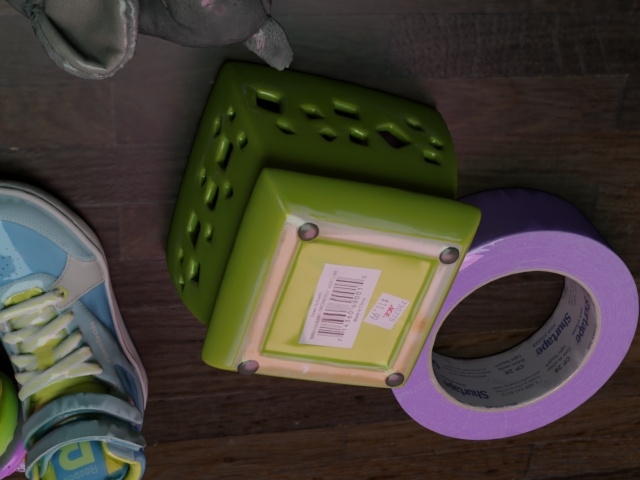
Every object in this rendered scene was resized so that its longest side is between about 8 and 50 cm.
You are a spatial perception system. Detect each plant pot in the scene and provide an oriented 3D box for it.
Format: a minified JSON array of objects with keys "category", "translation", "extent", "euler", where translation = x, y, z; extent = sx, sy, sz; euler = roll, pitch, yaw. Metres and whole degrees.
[{"category":"plant pot","translation":[0.000,0.000,0.880],"extent":[0.227,0.207,0.228],"euler":[10,121,-20]}]

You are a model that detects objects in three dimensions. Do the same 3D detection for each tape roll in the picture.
[{"category":"tape roll","translation":[0.193,0.083,1.053],"extent":[0.274,0.090,0.275],"euler":[-6,123,-9]}]

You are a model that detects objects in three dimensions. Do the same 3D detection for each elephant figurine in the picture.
[{"category":"elephant figurine","translation":[-0.171,-0.207,0.755],"extent":[0.239,0.186,0.169],"euler":[-16,169,10]}]

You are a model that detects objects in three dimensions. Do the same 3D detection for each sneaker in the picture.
[{"category":"sneaker","translation":[-0.237,0.111,0.893],"extent":[0.127,0.208,0.319],"euler":[-21,124,1]}]

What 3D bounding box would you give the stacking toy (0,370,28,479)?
[{"category":"stacking toy","translation":[-0.347,0.177,0.965],"extent":[0.175,0.166,0.302],"euler":[-27,140,16]}]
